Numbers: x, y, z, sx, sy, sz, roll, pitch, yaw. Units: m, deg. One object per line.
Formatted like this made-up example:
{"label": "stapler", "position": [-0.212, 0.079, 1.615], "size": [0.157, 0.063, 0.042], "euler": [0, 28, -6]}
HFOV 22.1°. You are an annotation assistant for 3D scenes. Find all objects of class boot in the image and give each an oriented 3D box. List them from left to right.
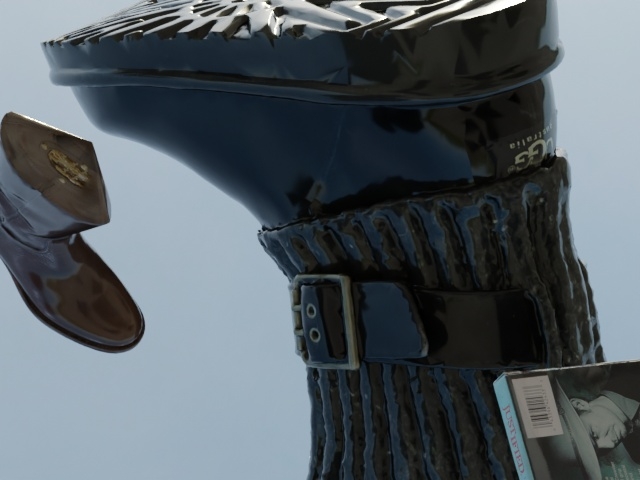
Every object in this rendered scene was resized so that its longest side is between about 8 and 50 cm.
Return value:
{"label": "boot", "position": [-0.096, -0.001, 0.649], "size": [0.106, 0.114, 0.037], "euler": [41, -116, -11]}
{"label": "boot", "position": [-0.002, 0.002, 0.826], "size": [0.131, 0.348, 0.260], "euler": [-26, -66, -33]}

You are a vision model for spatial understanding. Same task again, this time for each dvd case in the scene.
{"label": "dvd case", "position": [0.131, 0.087, 0.628], "size": [0.119, 0.013, 0.087], "euler": [-4, -114, -25]}
